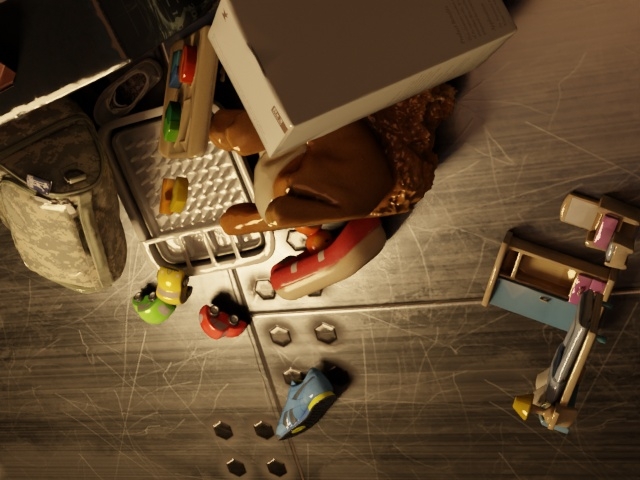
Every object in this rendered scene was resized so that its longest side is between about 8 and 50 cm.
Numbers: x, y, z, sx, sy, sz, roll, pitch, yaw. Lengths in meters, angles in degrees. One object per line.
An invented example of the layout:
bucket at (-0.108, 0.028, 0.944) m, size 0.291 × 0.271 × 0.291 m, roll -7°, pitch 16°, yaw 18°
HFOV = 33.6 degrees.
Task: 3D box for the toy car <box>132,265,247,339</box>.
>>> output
toy car at (-0.293, 0.137, 2.100) m, size 0.225 × 0.053 × 0.239 m, roll -6°, pitch 142°, yaw 40°

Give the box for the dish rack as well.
dish rack at (-0.239, -0.101, 1.972) m, size 0.286 × 0.072 × 0.332 m, roll -11°, pitch 113°, yaw 27°

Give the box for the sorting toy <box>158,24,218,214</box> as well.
sorting toy at (-0.233, -0.195, 1.762) m, size 0.041 × 0.229 × 0.307 m, roll 7°, pitch 91°, yaw -23°

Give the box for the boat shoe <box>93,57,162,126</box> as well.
boat shoe at (-0.360, -0.260, 1.936) m, size 0.184 × 0.063 × 0.066 m, roll -29°, pitch 104°, yaw 31°

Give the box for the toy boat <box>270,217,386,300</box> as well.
toy boat at (0.000, 0.000, 1.893) m, size 0.231 × 0.151 × 0.151 m, roll -25°, pitch 96°, yaw 30°

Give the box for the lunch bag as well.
lunch bag at (-0.460, -0.075, 1.898) m, size 0.256 × 0.213 × 0.305 m, roll 46°, pitch 154°, yaw 31°

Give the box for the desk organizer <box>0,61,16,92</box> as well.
desk organizer at (-0.471, -0.255, 1.423) m, size 0.130 × 0.047 × 0.050 m, roll 33°, pitch 121°, yaw 2°

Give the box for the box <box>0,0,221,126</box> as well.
box at (-0.383, -0.497, 1.570) m, size 0.297 × 0.471 × 0.479 m, roll -18°, pitch 109°, yaw 28°

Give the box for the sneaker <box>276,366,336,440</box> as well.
sneaker at (-0.040, 0.330, 2.143) m, size 0.082 × 0.069 × 0.209 m, roll 60°, pitch 138°, yaw 24°

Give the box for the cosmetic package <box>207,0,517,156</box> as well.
cosmetic package at (0.058, -0.299, 1.528) m, size 0.217 × 0.385 × 0.156 m, roll 65°, pitch 163°, yaw 6°

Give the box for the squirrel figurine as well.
squirrel figurine at (0.013, -0.214, 1.721) m, size 0.397 × 0.281 × 0.370 m, roll -8°, pitch 90°, yaw -14°

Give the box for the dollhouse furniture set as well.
dollhouse furniture set at (0.362, 0.100, 1.703) m, size 0.198 × 0.303 × 0.286 m, roll 19°, pitch 122°, yaw 10°
